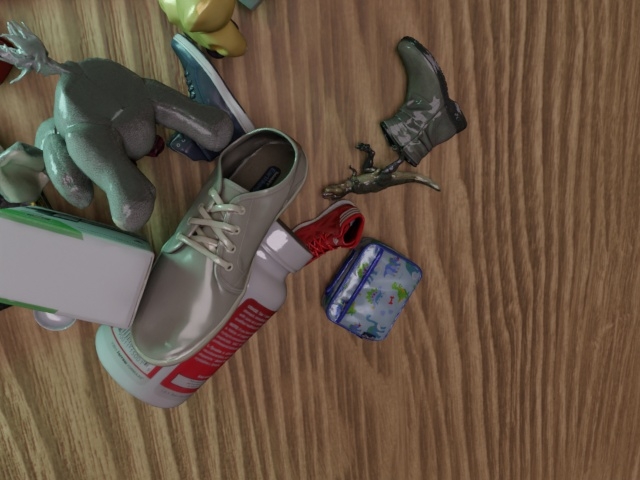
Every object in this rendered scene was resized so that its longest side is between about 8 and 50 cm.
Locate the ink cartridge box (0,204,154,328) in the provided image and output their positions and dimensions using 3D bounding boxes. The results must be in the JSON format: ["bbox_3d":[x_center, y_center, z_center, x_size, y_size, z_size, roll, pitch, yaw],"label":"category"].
[{"bbox_3d":[-0.400,0.030,0.737,0.211,0.289,0.122,18,88,-24],"label":"ink cartridge box"}]

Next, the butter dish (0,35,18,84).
[{"bbox_3d":[-0.590,-0.296,0.735,0.160,0.160,0.118,17,95,-17],"label":"butter dish"}]

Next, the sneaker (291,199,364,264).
[{"bbox_3d":[0.000,0.000,0.975,0.221,0.128,0.087,-43,110,1],"label":"sneaker"}]

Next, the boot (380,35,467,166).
[{"bbox_3d":[0.193,-0.289,0.968,0.161,0.083,0.246,-35,109,4],"label":"boot"}]

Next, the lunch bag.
[{"bbox_3d":[0.114,0.114,1.057,0.176,0.090,0.219,31,95,-16],"label":"lunch bag"}]

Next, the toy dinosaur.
[{"bbox_3d":[0.132,-0.151,0.990,0.268,0.064,0.118,-6,122,-2],"label":"toy dinosaur"}]

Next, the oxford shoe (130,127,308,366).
[{"bbox_3d":[-0.166,-0.012,0.740,0.169,0.130,0.449,28,73,11],"label":"oxford shoe"}]

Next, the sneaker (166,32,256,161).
[{"bbox_3d":[-0.252,-0.258,0.867,0.163,0.086,0.226,-36,111,-4],"label":"sneaker"}]

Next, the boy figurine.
[{"bbox_3d":[-0.196,-0.375,0.744,0.177,0.285,0.092,36,95,-16],"label":"boy figurine"}]

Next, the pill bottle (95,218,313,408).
[{"bbox_3d":[-0.218,0.112,0.902,0.407,0.229,0.229,-44,110,1],"label":"pill bottle"}]

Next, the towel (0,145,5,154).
[{"bbox_3d":[-0.735,-0.136,0.752,0.332,0.053,0.317,-37,92,-5],"label":"towel"}]

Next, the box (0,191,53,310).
[{"bbox_3d":[-0.664,0.016,0.855,0.322,0.079,0.257,-23,111,-6],"label":"box"}]

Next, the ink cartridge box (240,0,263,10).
[{"bbox_3d":[-0.116,-0.580,0.761,0.197,0.114,0.273,29,87,-27],"label":"ink cartridge box"}]

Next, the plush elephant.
[{"bbox_3d":[-0.367,-0.153,0.746,0.330,0.255,0.272,36,55,-15],"label":"plush elephant"}]

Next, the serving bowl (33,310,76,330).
[{"bbox_3d":[-0.548,0.144,0.942,0.083,0.027,0.083,-3,107,-12],"label":"serving bowl"}]
